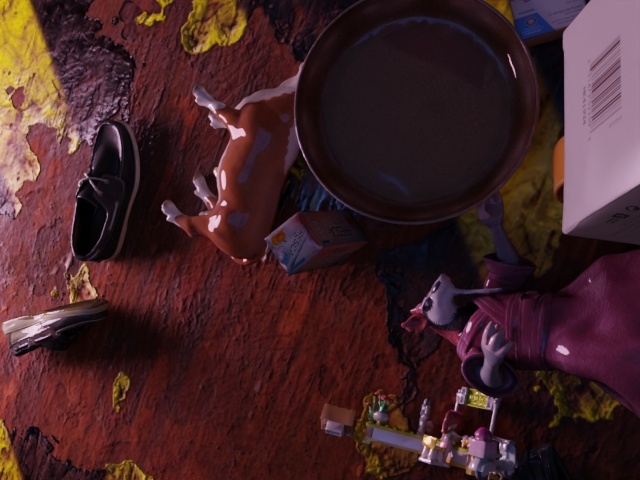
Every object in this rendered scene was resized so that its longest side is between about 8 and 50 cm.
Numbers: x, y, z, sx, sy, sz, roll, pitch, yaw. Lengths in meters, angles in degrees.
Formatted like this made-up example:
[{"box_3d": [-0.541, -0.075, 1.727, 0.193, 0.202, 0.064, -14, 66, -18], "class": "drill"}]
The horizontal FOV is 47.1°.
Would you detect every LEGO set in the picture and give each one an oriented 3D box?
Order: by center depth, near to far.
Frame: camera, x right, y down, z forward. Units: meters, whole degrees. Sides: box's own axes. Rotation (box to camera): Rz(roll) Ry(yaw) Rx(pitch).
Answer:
[{"box_3d": [0.139, 0.236, 0.977, 0.287, 0.132, 0.107, 4, 75, 44], "class": "LEGO set"}]

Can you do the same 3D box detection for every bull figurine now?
[{"box_3d": [-0.105, -0.124, 1.063, 0.188, 0.101, 0.311, 22, 97, 23], "class": "bull figurine"}]

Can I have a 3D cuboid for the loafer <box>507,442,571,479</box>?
[{"box_3d": [0.323, 0.363, 0.921, 0.078, 0.076, 0.223, -38, 74, 26], "class": "loafer"}]

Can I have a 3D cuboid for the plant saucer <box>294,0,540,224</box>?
[{"box_3d": [0.122, -0.172, 0.950, 0.310, 0.050, 0.311, -1, 84, 13], "class": "plant saucer"}]

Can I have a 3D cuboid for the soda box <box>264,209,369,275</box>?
[{"box_3d": [0.000, 0.000, 0.979, 0.063, 0.183, 0.058, -38, 78, 19], "class": "soda box"}]

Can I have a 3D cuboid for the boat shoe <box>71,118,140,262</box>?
[{"box_3d": [-0.346, -0.079, 1.170, 0.084, 0.079, 0.233, 13, 95, 22], "class": "boat shoe"}]

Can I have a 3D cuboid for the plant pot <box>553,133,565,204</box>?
[{"box_3d": [0.369, -0.147, 0.837, 0.205, 0.205, 0.188, -3, 75, 21], "class": "plant pot"}]

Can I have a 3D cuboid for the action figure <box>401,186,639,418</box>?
[{"box_3d": [0.283, 0.105, 0.909, 0.370, 0.276, 0.248, -1, 48, 35], "class": "action figure"}]

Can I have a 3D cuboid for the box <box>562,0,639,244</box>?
[{"box_3d": [0.408, -0.105, 0.638, 0.345, 0.168, 0.215, 8, 74, -5], "class": "box"}]

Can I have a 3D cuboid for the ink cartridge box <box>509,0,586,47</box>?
[{"box_3d": [0.284, -0.319, 0.930, 0.088, 0.052, 0.123, -13, 86, 21], "class": "ink cartridge box"}]

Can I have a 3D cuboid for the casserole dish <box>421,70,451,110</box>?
[{"box_3d": [0.109, -0.187, 1.011, 0.188, 0.037, 0.114, 4, 92, 22], "class": "casserole dish"}]

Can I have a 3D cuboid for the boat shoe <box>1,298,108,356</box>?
[{"box_3d": [-0.432, 0.147, 1.212, 0.223, 0.080, 0.074, -13, 92, 26], "class": "boat shoe"}]
